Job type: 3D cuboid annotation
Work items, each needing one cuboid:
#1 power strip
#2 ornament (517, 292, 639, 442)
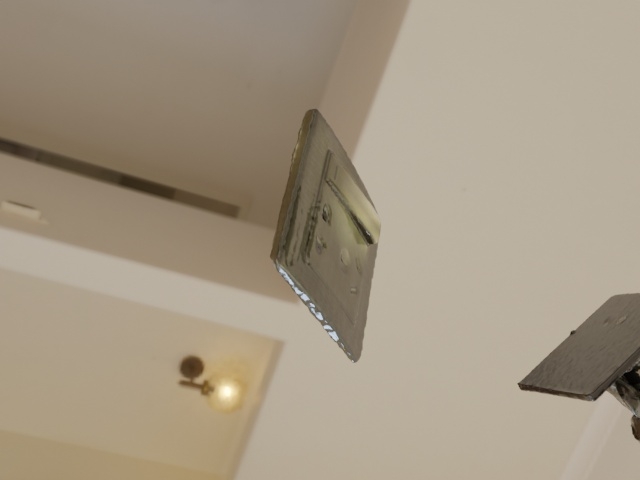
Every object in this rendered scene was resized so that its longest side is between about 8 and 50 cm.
[{"bbox_3d":[-0.001,-0.001,1.097,0.092,0.257,0.251,-3,-128,30],"label":"power strip"},{"bbox_3d":[0.341,0.166,0.810,0.166,0.196,0.153,-40,-176,-12],"label":"ornament"}]
